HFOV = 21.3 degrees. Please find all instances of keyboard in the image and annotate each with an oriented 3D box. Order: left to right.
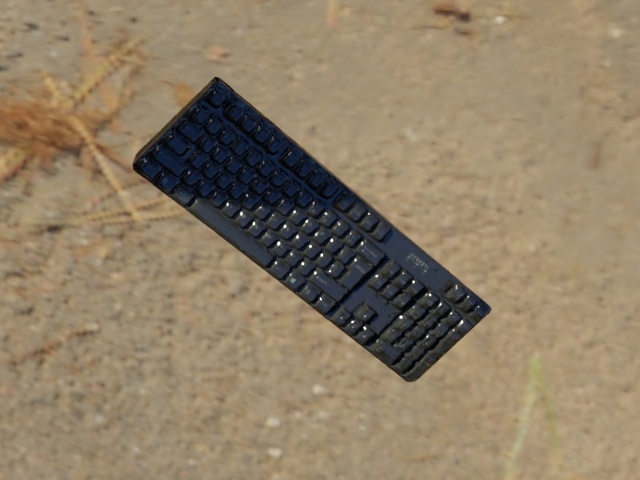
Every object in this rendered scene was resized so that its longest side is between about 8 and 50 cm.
[{"bbox_3d":[0.000,0.000,0.848,0.061,0.013,0.204,-44,120,12],"label":"keyboard"}]
